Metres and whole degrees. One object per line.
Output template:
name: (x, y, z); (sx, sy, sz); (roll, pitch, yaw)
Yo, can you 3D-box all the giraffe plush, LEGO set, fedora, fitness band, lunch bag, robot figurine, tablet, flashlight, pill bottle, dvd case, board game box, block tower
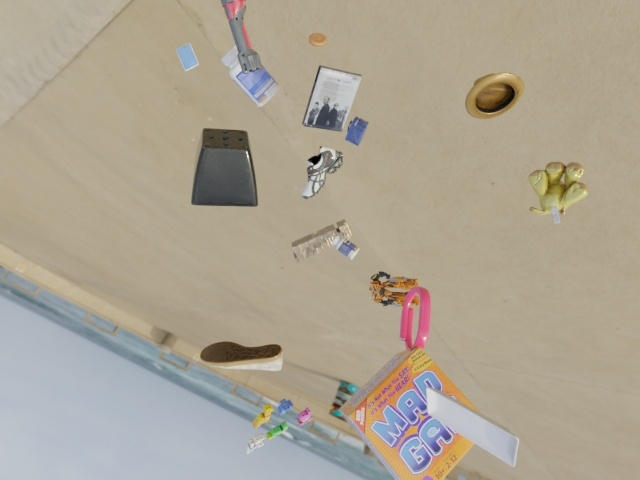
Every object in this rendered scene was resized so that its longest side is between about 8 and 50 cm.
giraffe plush: (0.832, -0.160, 1.447); (0.181, 0.211, 0.170); (8, -176, 35)
LEGO set: (-0.133, 0.533, 1.249); (0.087, 0.227, 0.093); (49, 141, 34)
fedora: (0.565, -0.491, 1.366); (0.194, 0.079, 0.194); (-6, 147, -4)
fitness band: (0.404, 0.339, 1.774); (0.054, 0.291, 0.209); (12, 156, -7)
lunch bag: (0.131, -0.407, 1.526); (0.065, 0.067, 0.099); (25, 133, 3)
robot figurine: (0.399, 0.278, 2.297); (0.290, 0.085, 0.211); (0, 107, 31)
tablet: (-0.455, -0.628, 1.418); (0.006, 0.054, 0.084); (9, -123, -85)
flashlight: (-0.314, -0.846, 1.683); (0.103, 0.103, 0.305); (-15, 109, 10)
pill bottle: (-0.334, -0.786, 1.965); (0.272, 0.152, 0.152); (45, 150, -26)
dvd case: (0.043, -0.548, 1.623); (0.179, 0.030, 0.239); (2, 131, -25)
board game box: (0.331, 0.672, 1.578); (0.357, 0.356, 0.356); (48, 165, 12)
block tower: (0.000, 0.000, 2.230); (0.091, 0.335, 0.097); (-111, -5, -68)
pill bottle: (0.113, 0.029, 1.886); (0.120, 0.067, 0.067); (36, 156, 6)

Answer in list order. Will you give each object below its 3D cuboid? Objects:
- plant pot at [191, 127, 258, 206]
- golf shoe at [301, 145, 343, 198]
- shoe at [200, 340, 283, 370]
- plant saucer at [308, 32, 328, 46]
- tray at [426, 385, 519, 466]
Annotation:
plant pot: (-0.275, -0.218, 1.192); (0.187, 0.188, 0.167); (0, 129, -14)
golf shoe: (-0.017, -0.215, 1.289); (0.093, 0.077, 0.198); (26, 125, -25)
shoe: (-0.201, 0.304, 1.057); (0.218, 0.077, 0.059); (-2, 123, 9)
plant saucer: (-0.009, -0.858, 1.766); (0.083, 0.084, 0.013); (23, 152, 8)
tray: (0.427, 0.517, 1.180); (0.270, 0.030, 0.145); (21, 137, 39)
